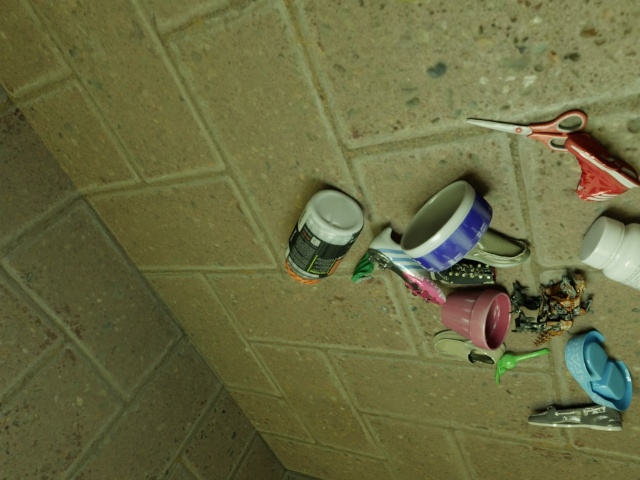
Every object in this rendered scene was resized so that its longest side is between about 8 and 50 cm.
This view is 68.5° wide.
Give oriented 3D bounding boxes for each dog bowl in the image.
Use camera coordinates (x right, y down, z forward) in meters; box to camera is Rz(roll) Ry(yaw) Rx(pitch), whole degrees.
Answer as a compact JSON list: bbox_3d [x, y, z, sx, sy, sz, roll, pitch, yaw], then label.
[{"bbox_3d":[0.906,0.425,1.536,0.297,0.166,0.074,47,148,-15],"label":"dog bowl"},{"bbox_3d":[0.359,-0.040,1.355,0.104,0.265,0.265,40,138,-11],"label":"dog bowl"}]

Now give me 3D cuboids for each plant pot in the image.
[{"bbox_3d":[0.521,0.254,1.598,0.180,0.201,0.201,11,135,45],"label":"plant pot"}]

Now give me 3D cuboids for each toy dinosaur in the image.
[{"bbox_3d":[0.725,0.235,1.483,0.218,0.164,0.322,4,110,8],"label":"toy dinosaur"}]

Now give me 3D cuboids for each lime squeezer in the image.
[{"bbox_3d":[0.710,0.468,1.769,0.110,0.059,0.310,-1,143,-23],"label":"lime squeezer"}]

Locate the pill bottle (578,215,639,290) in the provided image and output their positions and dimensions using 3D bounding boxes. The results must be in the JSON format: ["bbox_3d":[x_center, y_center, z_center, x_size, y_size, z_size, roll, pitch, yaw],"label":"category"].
[{"bbox_3d":[0.846,0.051,1.219,0.283,0.160,0.160,23,137,11],"label":"pill bottle"}]

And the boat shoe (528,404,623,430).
[{"bbox_3d":[0.956,0.660,1.781,0.112,0.095,0.335,18,156,-40],"label":"boat shoe"}]

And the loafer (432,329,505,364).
[{"bbox_3d":[0.553,0.409,1.778,0.268,0.092,0.102,-1,126,31],"label":"loafer"}]

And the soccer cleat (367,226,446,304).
[{"bbox_3d":[0.315,0.084,1.590,0.331,0.143,0.116,37,164,-9],"label":"soccer cleat"}]

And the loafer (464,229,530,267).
[{"bbox_3d":[0.509,0.016,1.441,0.251,0.094,0.087,8,136,26],"label":"loafer"}]

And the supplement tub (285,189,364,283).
[{"bbox_3d":[0.000,0.000,1.654,0.207,0.207,0.338,32,137,1],"label":"supplement tub"}]

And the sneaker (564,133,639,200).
[{"bbox_3d":[0.666,-0.165,1.173,0.221,0.087,0.128,32,139,-8],"label":"sneaker"}]

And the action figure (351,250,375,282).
[{"bbox_3d":[0.168,0.100,1.728,0.063,0.137,0.232,24,147,-8],"label":"action figure"}]

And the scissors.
[{"bbox_3d":[0.531,-0.274,1.214,0.297,0.021,0.109,2,132,28],"label":"scissors"}]

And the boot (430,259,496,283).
[{"bbox_3d":[0.454,0.091,1.498,0.178,0.085,0.236,-2,164,29],"label":"boot"}]
